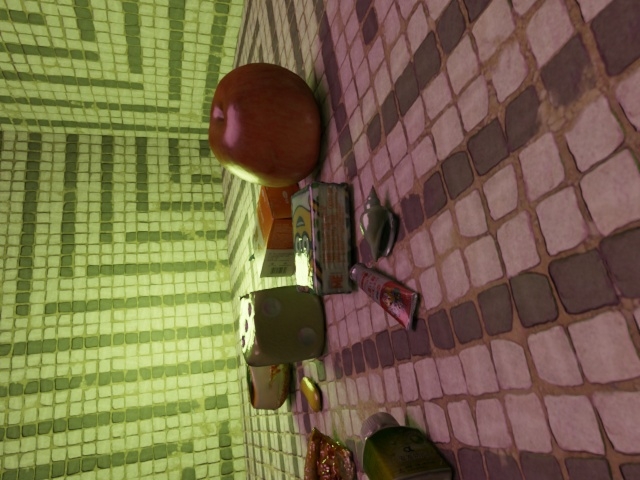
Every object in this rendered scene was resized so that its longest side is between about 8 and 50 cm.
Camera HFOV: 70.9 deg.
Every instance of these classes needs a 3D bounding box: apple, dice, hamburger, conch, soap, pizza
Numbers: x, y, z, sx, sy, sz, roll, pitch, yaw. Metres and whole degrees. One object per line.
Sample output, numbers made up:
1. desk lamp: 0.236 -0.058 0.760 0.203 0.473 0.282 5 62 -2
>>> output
1. apple: -0.183 -0.374 1.479 0.391 0.346 0.392 -178 90 -66
2. dice: -0.137 0.291 1.537 0.252 0.254 0.250 145 118 -65
3. hamburger: -0.218 0.570 1.899 0.276 0.178 0.295 -123 34 -60
4. conch: 0.137 -0.041 1.042 0.065 0.088 0.180 -13 -84 -66
5. soap: -0.034 0.536 1.589 0.168 0.033 0.089 -144 57 -66
6. pizza: 0.030 0.706 1.283 0.182 0.073 0.366 -38 40 30

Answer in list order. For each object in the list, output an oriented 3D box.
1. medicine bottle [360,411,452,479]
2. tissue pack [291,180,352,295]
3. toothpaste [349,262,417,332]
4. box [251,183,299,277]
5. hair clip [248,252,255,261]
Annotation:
1. medicine bottle: 0.155 0.439 0.904 0.188 0.131 0.088 -142 53 -66
2. tissue pack: 0.000 0.000 1.309 0.228 0.127 0.311 168 100 -72
3. toothpaste: 0.147 0.117 1.035 0.234 0.057 0.090 36 124 56
4. box: -0.166 -0.043 1.758 0.341 0.143 0.225 110 151 -43
5. hair clip: -0.322 0.008 2.336 0.039 0.070 0.230 -124 44 -62
